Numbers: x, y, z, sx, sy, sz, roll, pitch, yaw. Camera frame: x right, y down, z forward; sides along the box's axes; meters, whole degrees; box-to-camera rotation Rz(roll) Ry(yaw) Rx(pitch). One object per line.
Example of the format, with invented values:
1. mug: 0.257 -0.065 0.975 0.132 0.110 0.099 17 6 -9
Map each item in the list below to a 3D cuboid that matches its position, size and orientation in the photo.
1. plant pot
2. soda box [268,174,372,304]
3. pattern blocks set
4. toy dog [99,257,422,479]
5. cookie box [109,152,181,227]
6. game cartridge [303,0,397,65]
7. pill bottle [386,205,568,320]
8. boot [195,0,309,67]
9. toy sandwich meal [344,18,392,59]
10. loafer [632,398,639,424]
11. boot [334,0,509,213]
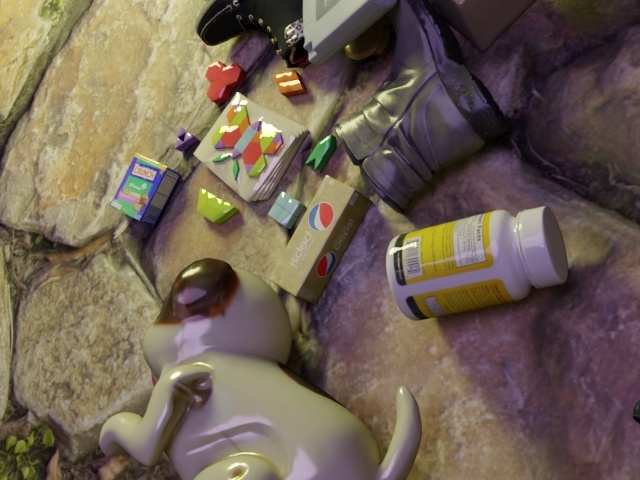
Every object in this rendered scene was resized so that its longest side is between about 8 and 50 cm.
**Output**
1. plant pot: 0.224 -0.362 1.229 0.109 0.096 0.109 -44 56 11
2. soda box: 0.000 0.000 1.268 0.061 0.058 0.181 29 90 35
3. pattern blocks set: -0.121 -0.161 1.418 0.325 0.026 0.285 21 86 35
4. toy dog: -0.105 0.217 1.128 0.395 0.284 0.408 -38 56 15
5. cookie box: -0.310 -0.090 1.502 0.092 0.040 0.107 24 87 36
6. game cartridge: 0.046 -0.435 1.299 0.196 0.060 0.294 -34 49 50
7. pill bottle: 0.201 0.028 1.095 0.208 0.119 0.119 -14 67 27
8. boot: -0.096 -0.359 1.433 0.236 0.085 0.178 -29 62 17
9. toy sandwich meal: 0.075 -0.320 1.350 0.085 0.029 0.085 -13 66 31
10. loafer: 0.422 0.255 0.904 0.078 0.076 0.223 -48 59 0
11. boot: 0.105 -0.224 1.246 0.223 0.118 0.338 -35 57 21
